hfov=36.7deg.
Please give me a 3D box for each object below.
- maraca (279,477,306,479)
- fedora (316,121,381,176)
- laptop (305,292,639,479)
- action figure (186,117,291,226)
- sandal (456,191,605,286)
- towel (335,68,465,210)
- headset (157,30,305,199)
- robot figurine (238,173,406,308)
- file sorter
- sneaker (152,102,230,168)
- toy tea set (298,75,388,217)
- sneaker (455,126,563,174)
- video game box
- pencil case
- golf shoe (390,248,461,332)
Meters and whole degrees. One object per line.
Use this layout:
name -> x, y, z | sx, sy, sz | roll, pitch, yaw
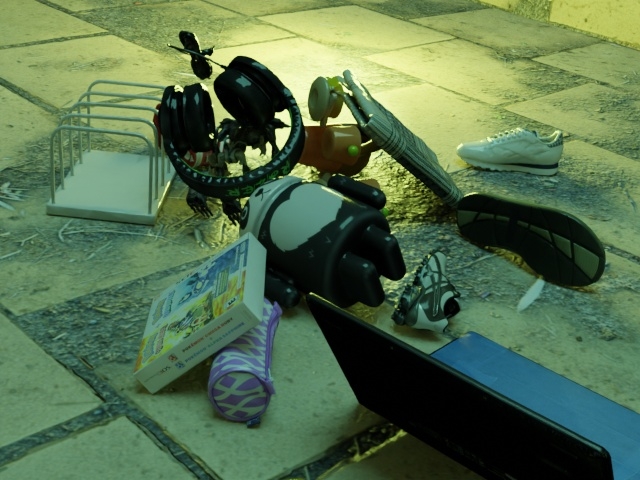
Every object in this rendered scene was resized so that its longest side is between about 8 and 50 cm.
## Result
maraca -> -0.049, 0.302, 1.003 | 0.186, 0.099, 0.127 | -10, 11, 28
fedora -> 0.045, -0.184, 2.014 | 0.195, 0.079, 0.194 | -2, 30, 1
laptop -> 0.244, 0.172, 1.184 | 0.382, 0.408, 0.236 | 25, 66, 34
action figure -> -0.148, -0.144, 1.820 | 0.164, 0.140, 0.275 | 7, 46, 22
sandal -> 0.381, -0.017, 1.723 | 0.086, 0.120, 0.303 | -2, 23, -47
towel -> 0.165, -0.199, 1.911 | 0.312, 0.056, 0.324 | 37, 13, -26
headset -> -0.176, -0.231, 1.750 | 0.244, 0.185, 0.394 | -25, 61, -5
robot figurine -> -0.002, 0.000, 1.525 | 0.278, 0.173, 0.209 | 26, 25, 34
file sorter -> -0.377, -0.171, 1.791 | 0.193, 0.173, 0.277 | 6, 27, -1
sneaker -> -0.262, -0.216, 2.031 | 0.128, 0.087, 0.221 | -2, 39, -35
toy tea set -> 0.050, -0.140, 1.785 | 0.124, 0.200, 0.336 | 3, 52, -25
sneaker -> 0.417, -0.207, 2.130 | 0.235, 0.094, 0.090 | 3, 28, -4
video game box -> -0.161, 0.094, 1.324 | 0.187, 0.048, 0.205 | -36, 22, 15
pencil case -> -0.099, 0.152, 1.292 | 0.088, 0.086, 0.206 | -26, 25, 12
golf shoe -> 0.181, 0.087, 1.523 | 0.094, 0.077, 0.198 | 24, 36, 10
